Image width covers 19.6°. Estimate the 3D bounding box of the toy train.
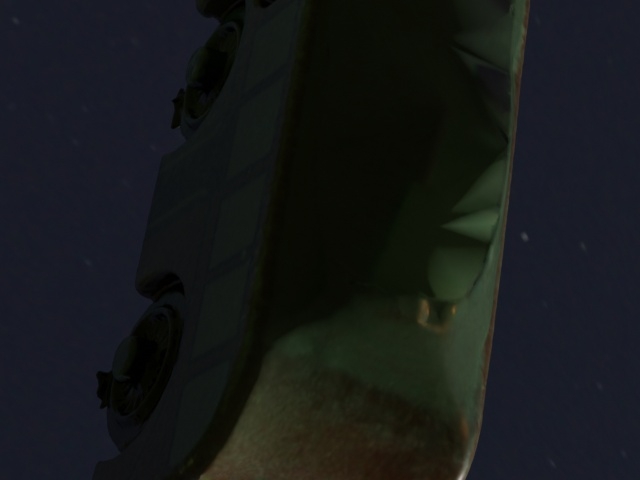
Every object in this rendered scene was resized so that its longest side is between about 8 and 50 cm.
[{"bbox_3d":[0.000,0.000,0.793,0.159,0.129,0.326,-33,-140,52],"label":"toy train"}]
